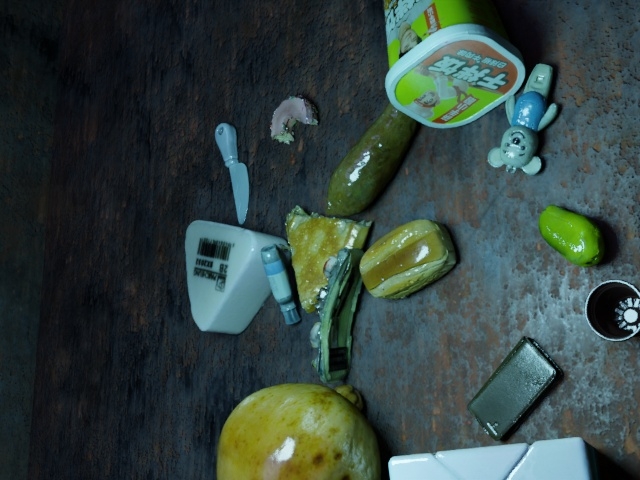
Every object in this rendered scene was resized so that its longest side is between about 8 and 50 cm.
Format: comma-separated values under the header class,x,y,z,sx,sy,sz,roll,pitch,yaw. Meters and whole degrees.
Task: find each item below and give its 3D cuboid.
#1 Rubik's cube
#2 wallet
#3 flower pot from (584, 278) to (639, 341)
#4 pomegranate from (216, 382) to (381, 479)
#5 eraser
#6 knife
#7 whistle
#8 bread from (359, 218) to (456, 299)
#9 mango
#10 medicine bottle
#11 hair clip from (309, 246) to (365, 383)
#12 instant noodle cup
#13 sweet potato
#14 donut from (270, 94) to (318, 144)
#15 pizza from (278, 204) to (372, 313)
class,x,y,z,sx,sy,sz,roll,pitch,yaw
Rubik's cube,0.315,0.505,1.264,0.318,0.316,0.322,-12,69,19
wallet,0.381,0.297,1.516,0.198,0.031,0.110,-56,48,21
flower pot,0.540,0.128,1.356,0.111,0.089,0.111,-12,72,43
pomegranate,-0.029,0.476,1.681,0.410,0.410,0.411,-14,70,43
eraser,-0.229,0.065,2.114,0.331,0.149,0.332,-13,70,41
knife,-0.252,-0.208,2.293,0.080,0.044,0.332,-29,66,29
whistle,0.428,-0.252,1.581,0.113,0.077,0.236,18,90,27
bread,0.189,0.046,1.724,0.236,0.106,0.140,-36,58,35
mango,0.483,-0.012,1.466,0.091,0.074,0.165,-60,33,24
medicine bottle,-0.102,0.114,1.974,0.053,0.090,0.209,-18,102,2
hair clip,0.030,0.170,1.810,0.091,0.138,0.322,13,94,29
instant noodle cup,0.271,-0.456,1.676,0.293,0.293,0.308,-31,51,36
sweet potato,0.141,-0.228,1.830,0.130,0.130,0.423,43,109,43
donut,-0.072,-0.344,2.119,0.166,0.065,0.117,-16,70,41
pizza,0.000,0.000,1.958,0.280,0.075,0.288,-51,47,18
